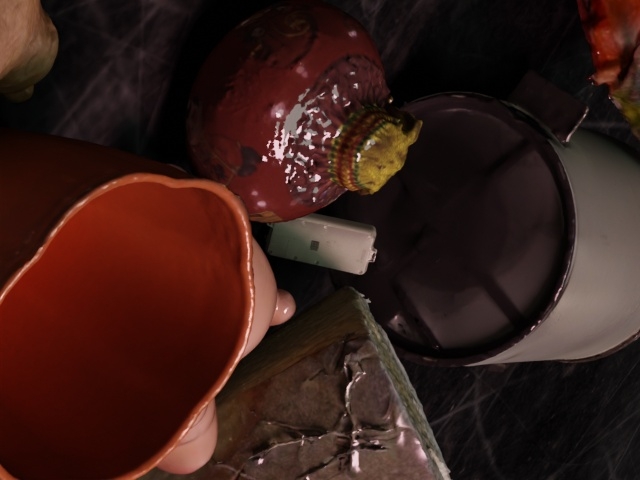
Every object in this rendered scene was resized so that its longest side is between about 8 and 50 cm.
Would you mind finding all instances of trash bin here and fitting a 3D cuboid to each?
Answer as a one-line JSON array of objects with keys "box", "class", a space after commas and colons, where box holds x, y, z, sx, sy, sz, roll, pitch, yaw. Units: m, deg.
[{"box": [0.164, -0.003, 1.237, 0.262, 0.217, 0.277, 4, 123, -58], "class": "trash bin"}]

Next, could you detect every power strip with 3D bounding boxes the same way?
[{"box": [0.000, 0.000, 1.142, 0.016, 0.090, 0.040, -87, -170, -62], "class": "power strip"}]

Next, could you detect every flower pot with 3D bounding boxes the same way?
[{"box": [-0.159, 0.020, 0.794, 0.191, 0.173, 0.190, -30, 134, -38], "class": "flower pot"}]

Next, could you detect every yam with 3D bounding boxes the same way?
[{"box": [-0.040, 0.185, 1.072, 0.271, 0.201, 0.202, -27, -169, 8], "class": "yam"}]

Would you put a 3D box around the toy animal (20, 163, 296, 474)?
[{"box": [-0.118, 0.066, 0.943, 0.197, 0.171, 0.171, -52, 153, -17], "class": "toy animal"}]

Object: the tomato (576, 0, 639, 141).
[{"box": [0.357, -0.202, 1.240, 0.309, 0.170, 0.309, 2, 88, -53], "class": "tomato"}]

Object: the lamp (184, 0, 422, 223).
[{"box": [-0.011, -0.080, 0.970, 0.157, 0.135, 0.156, -38, 147, -25], "class": "lamp"}]

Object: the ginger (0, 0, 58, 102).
[{"box": [-0.177, -0.111, 0.710, 0.213, 0.074, 0.137, -51, 154, -65], "class": "ginger"}]
